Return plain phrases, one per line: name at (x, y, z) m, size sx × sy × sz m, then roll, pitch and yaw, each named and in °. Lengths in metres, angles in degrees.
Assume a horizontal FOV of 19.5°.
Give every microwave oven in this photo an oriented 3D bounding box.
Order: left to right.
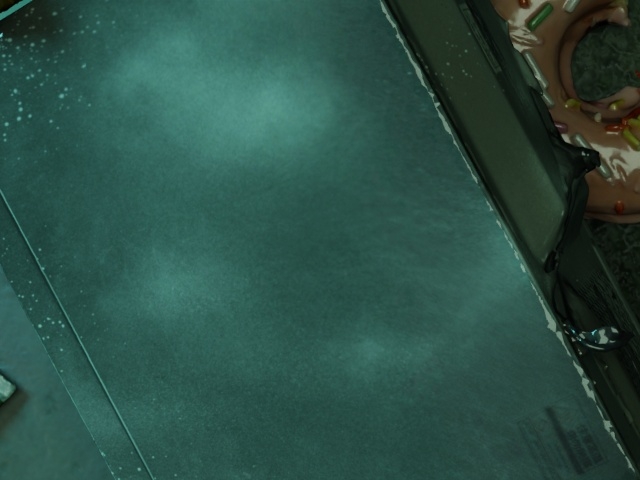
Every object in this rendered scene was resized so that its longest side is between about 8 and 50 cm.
microwave oven at (0.000, 0.000, 1.231) m, size 0.374 × 0.236 × 0.432 m, roll -28°, pitch 90°, yaw 19°

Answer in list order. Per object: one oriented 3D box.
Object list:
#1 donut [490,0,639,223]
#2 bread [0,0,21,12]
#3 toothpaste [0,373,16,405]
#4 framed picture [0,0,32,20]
donut at (0.196, -0.119, 1.340) m, size 0.199 × 0.085 × 0.233 m, roll -33°, pitch 88°, yaw 3°
bread at (-0.139, -0.270, 1.222) m, size 0.185 × 0.380 × 0.109 m, roll 0°, pitch 129°, yaw 27°
toothpaste at (-0.307, 0.172, 1.383) m, size 0.049 × 0.031 × 0.204 m, roll 39°, pitch 89°, yaw 1°
framed picture at (-0.238, -0.221, 1.344) m, size 0.136 × 0.010 × 0.201 m, roll -28°, pitch 64°, yaw 5°
